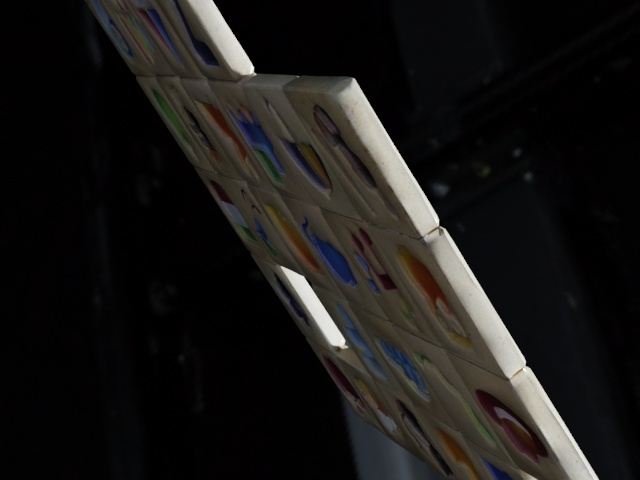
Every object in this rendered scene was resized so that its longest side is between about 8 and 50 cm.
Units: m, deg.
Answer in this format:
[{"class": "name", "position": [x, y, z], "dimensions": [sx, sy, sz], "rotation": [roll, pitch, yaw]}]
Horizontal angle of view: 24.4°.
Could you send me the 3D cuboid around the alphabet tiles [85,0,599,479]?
[{"class": "alphabet tiles", "position": [0.000, 0.000, 0.443], "dimensions": [0.009, 0.198, 0.237], "rotation": [-35, -165, -11]}]
